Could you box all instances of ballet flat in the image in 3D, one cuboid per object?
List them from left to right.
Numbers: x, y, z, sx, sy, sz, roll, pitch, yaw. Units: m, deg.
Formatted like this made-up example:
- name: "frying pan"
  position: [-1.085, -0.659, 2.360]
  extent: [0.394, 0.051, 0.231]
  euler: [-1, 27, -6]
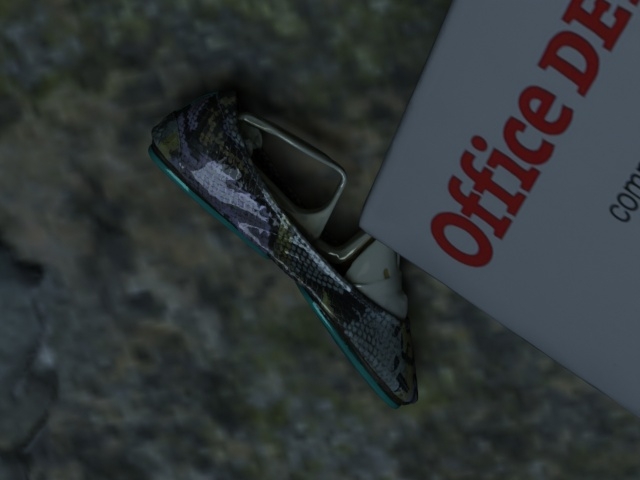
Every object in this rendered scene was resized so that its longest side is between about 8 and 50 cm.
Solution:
- name: "ballet flat"
  position: [0.000, 0.000, 0.545]
  extent: [0.041, 0.041, 0.114]
  euler: [-38, 103, 25]

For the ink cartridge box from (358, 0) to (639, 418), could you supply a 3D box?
- name: "ink cartridge box"
  position: [0.164, -0.011, 0.386]
  extent: [0.278, 0.117, 0.201]
  euler: [34, 150, 7]
